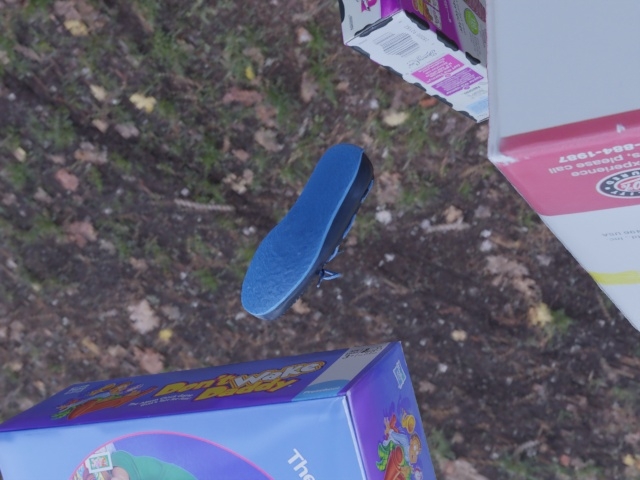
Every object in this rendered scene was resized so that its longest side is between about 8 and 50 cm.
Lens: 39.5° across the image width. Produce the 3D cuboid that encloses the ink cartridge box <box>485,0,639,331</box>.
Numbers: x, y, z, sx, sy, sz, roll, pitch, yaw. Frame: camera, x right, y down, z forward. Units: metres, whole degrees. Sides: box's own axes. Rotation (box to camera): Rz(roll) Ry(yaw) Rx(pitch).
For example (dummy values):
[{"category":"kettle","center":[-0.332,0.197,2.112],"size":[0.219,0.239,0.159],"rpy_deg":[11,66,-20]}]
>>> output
[{"category":"ink cartridge box","center":[0.298,-0.069,0.568],"size":[0.279,0.160,0.385],"rpy_deg":[-10,156,27]}]

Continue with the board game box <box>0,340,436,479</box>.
[{"category":"board game box","center":[-0.030,0.246,0.511],"size":[0.233,0.078,0.347],"rpy_deg":[-11,98,27]}]

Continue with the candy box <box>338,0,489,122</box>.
[{"category":"candy box","center":[0.111,-0.232,0.893],"size":[0.071,0.159,0.233],"rpy_deg":[-23,152,36]}]

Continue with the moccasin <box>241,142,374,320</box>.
[{"category":"moccasin","center":[0.000,0.000,1.538],"size":[0.138,0.342,0.117],"rpy_deg":[34,176,36]}]
